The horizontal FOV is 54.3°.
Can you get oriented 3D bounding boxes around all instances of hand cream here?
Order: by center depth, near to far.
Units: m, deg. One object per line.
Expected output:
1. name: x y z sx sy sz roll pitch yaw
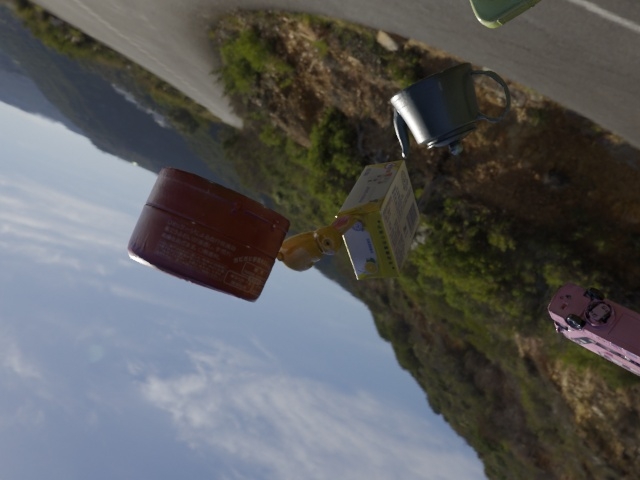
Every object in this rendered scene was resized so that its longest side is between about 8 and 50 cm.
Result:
1. hand cream: -0.172 -0.005 0.968 0.230 0.149 0.230 20 173 2

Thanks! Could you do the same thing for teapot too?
1. teapot: 0.241 -0.235 1.172 0.239 0.149 0.162 -20 -178 35

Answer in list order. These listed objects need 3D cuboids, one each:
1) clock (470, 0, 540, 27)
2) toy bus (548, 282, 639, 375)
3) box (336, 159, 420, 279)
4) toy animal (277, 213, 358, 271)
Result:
1. clock: 0.438 -0.659 1.533 0.170 0.232 0.069 -25 169 33
2. toy bus: 0.404 0.130 0.820 0.203 0.063 0.090 31 166 44
3. box: 0.137 -0.052 1.385 0.097 0.168 0.265 -8 -151 24
4. toy animal: -0.001 0.001 1.159 0.083 0.159 0.070 12 -126 -64
